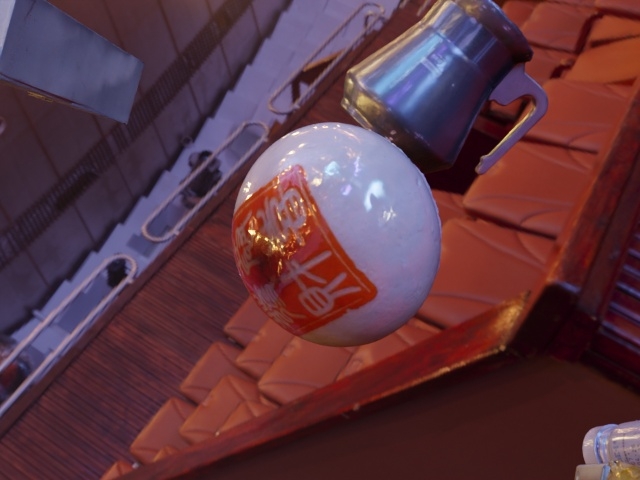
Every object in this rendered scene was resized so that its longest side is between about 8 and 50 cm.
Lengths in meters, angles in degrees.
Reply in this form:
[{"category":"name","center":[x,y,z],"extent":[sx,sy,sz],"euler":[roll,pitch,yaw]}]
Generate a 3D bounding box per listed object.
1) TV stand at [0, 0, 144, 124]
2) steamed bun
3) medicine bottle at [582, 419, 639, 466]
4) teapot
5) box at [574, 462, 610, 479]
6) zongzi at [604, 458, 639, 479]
[{"category":"TV stand","center":[-0.293,-0.196,0.720],"extent":[0.269,0.083,0.088],"euler":[2,-76,-81]},{"category":"steamed bun","center":[0.000,0.000,1.064],"extent":[0.241,0.374,0.374],"euler":[-16,-43,-44]},{"category":"medicine bottle","center":[0.565,0.376,1.179],"extent":[0.105,0.105,0.168],"euler":[-53,4,-29]},{"category":"teapot","center":[0.276,-0.325,1.409],"extent":[0.361,0.376,0.305],"euler":[-48,6,14]},{"category":"box","center":[0.540,0.389,0.993],"extent":[0.211,0.271,0.045],"euler":[64,-140,-68]},{"category":"zongzi","center":[0.390,0.398,0.827],"extent":[0.197,0.099,0.194],"euler":[-57,-11,-78]}]
